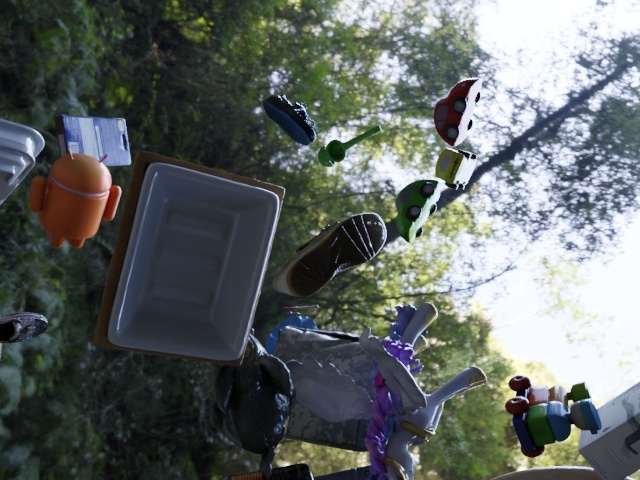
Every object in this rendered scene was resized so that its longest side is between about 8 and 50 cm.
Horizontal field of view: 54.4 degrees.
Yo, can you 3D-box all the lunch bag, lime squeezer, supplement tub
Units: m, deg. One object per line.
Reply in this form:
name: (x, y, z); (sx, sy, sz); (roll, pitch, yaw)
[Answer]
lunch bag: (0.026, 0.336, 1.445); (0.305, 0.212, 0.256); (4, -102, 21)
lime squeezer: (0.055, -0.220, 1.540); (0.310, 0.110, 0.059); (164, -82, -76)
supplement tub: (-0.104, 0.463, 1.088); (0.117, 0.190, 0.117); (173, -90, -81)

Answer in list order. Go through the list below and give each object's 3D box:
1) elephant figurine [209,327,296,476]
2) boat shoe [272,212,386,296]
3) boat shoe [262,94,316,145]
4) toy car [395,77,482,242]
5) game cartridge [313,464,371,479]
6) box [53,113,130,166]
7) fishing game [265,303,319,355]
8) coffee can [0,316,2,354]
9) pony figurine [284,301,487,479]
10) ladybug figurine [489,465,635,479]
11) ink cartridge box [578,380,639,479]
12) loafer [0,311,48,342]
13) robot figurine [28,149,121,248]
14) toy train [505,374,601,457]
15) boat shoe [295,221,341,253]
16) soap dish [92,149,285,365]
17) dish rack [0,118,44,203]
elephant figurine: (-0.128, 0.234, 1.062); (0.186, 0.169, 0.239); (17, -49, 26)
boat shoe: (0.022, 0.028, 1.377); (0.098, 0.302, 0.109); (-9, -68, 55)
boat shoe: (-0.082, -0.380, 1.860); (0.258, 0.089, 0.109); (48, -19, 34)
toy car: (0.166, -0.100, 0.927); (0.053, 0.239, 0.225); (26, -109, 23)
game cartridge: (-0.015, 0.640, 1.360); (0.068, 0.355, 0.230); (95, -16, -59)
box: (-0.608, -0.264, 1.675); (0.036, 0.225, 0.136); (-5, -85, 27)
fishing game: (-0.097, 0.318, 2.069); (0.041, 0.189, 0.264); (51, -48, 49)
coffee can: (-0.918, 0.257, 1.456); (0.201, 0.275, 0.202); (-176, -90, -75)
pony figurine: (0.142, 0.288, 1.201); (0.303, 0.363, 0.351); (-27, -76, 46)
ladybug figurine: (0.539, 0.663, 1.433); (0.449, 0.162, 0.305); (-22, -63, 29)
ink cartridge box: (0.616, 0.352, 1.200); (0.218, 0.158, 0.092); (-44, -100, 25)
loafer: (-0.449, 0.129, 0.885); (0.039, 0.125, 0.045); (15, -80, 48)
robot figurine: (-0.521, -0.091, 1.330); (0.128, 0.158, 0.219); (-85, -161, -67)
toy train: (0.433, 0.290, 1.152); (0.143, 0.248, 0.105); (-18, -83, 24)
boat shoe: (0.000, -0.001, 1.608); (0.153, 0.048, 0.056); (-40, -153, 32)
soap dish: (-0.201, 0.031, 0.953); (0.118, 0.229, 0.291); (20, -83, 66)
dish rack: (-0.637, -0.115, 0.966); (0.285, 0.333, 0.072); (-32, -119, 35)
